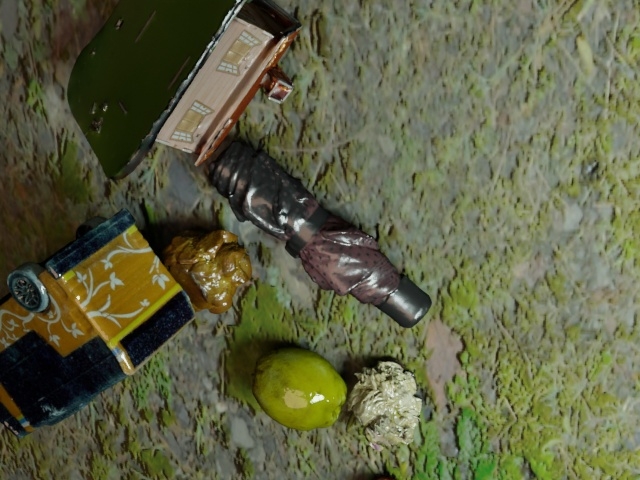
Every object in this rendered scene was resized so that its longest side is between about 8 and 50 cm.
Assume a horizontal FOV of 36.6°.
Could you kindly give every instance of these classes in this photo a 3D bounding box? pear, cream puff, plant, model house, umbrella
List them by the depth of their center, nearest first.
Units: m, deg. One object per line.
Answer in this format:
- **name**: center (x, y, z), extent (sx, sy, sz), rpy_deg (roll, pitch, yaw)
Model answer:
- **model house**: center (-0.141, -0.215, 1.127), extent (0.154, 0.207, 0.294), rpy_deg (18, 118, -45)
- **umbrella**: center (0.000, 0.000, 1.192), extent (0.326, 0.090, 0.094), rpy_deg (40, 96, -4)
- **cream puff**: center (-0.145, 0.033, 1.251), extent (0.116, 0.094, 0.122), rpy_deg (43, 149, -3)
- **pear**: center (-0.030, 0.197, 1.286), extent (0.131, 0.107, 0.107), rpy_deg (18, 117, 13)
- **plant**: center (0.074, 0.220, 1.291), extent (0.122, 0.104, 0.116), rpy_deg (-17, 81, 47)

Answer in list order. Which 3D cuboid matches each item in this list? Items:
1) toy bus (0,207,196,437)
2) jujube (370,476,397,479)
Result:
- **toy bus**: center (-0.332, 0.116, 1.259), extent (0.323, 0.162, 0.194), rpy_deg (-32, 99, 40)
- **jujube**: center (0.111, 0.383, 1.346), extent (0.129, 0.077, 0.077), rpy_deg (39, 118, -10)
